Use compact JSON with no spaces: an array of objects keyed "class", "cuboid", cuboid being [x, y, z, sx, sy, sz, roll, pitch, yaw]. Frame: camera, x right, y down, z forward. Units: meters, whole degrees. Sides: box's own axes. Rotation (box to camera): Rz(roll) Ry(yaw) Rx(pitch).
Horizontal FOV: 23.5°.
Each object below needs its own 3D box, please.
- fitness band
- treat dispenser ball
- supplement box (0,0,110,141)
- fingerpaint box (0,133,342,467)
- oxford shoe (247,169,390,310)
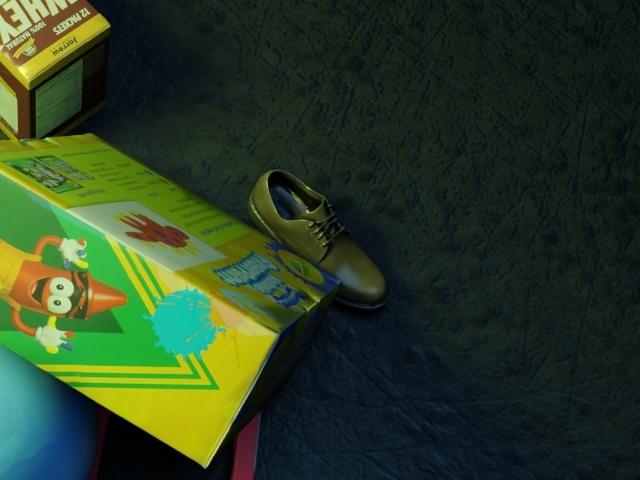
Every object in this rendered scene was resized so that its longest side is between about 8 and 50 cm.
[{"class":"fitness band","cuboid":[-0.181,0.263,1.795,0.209,0.054,0.291,9,62,-3]},{"class":"treat dispenser ball","cuboid":[-0.383,0.205,1.649,0.288,0.288,0.288,4,64,-9]},{"class":"supplement box","cuboid":[-0.375,-0.246,1.919,0.129,0.194,0.191,-39,77,-24]},{"class":"fingerpaint box","cuboid":[-0.197,0.045,1.677,0.371,0.445,0.163,30,99,4]},{"class":"oxford shoe","cuboid":[0.000,0.000,1.927,0.227,0.096,0.083,41,63,8]}]
